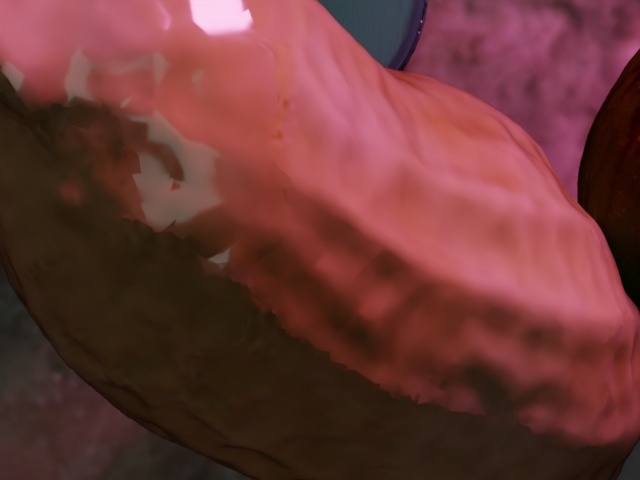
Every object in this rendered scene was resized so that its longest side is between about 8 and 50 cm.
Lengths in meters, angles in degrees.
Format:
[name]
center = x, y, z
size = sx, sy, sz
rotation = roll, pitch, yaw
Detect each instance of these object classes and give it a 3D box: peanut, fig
[peanut]
center = -0.001, 0.006, 0.697
size = 0.340, 0.158, 0.174
rotation = 29, 83, -42
[fig]
center = 0.154, -0.019, 0.774
size = 0.109, 0.103, 0.155
rotation = -10, 133, -32

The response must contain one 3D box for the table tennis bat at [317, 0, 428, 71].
[table tennis bat]
center = -0.011, -0.148, 0.810
size = 0.124, 0.033, 0.201
rotation = 6, 93, -1
